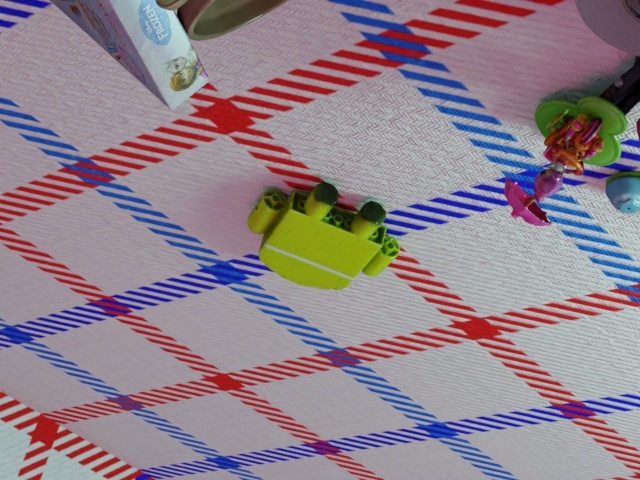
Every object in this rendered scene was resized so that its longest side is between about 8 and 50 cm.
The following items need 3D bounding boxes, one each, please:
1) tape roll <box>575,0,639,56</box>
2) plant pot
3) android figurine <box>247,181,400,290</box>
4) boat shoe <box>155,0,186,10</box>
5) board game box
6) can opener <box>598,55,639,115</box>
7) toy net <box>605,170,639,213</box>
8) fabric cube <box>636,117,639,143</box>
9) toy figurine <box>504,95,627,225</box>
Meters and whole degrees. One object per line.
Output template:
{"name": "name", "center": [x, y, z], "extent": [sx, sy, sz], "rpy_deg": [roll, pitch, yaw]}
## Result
{"name": "tape roll", "center": [0.400, -0.302, 1.381], "extent": [0.219, 0.072, 0.219], "rpy_deg": [10, 149, 6]}
{"name": "plant pot", "center": [-0.082, -0.342, 1.422], "extent": [0.109, 0.237, 0.237], "rpy_deg": [56, 141, 2]}
{"name": "android figurine", "center": [0.000, 0.000, 2.029], "extent": [0.248, 0.056, 0.273], "rpy_deg": [20, 147, -10]}
{"name": "boat shoe", "center": [-0.102, -0.372, 1.296], "extent": [0.105, 0.285, 0.089], "rpy_deg": [31, 165, 38]}
{"name": "board game box", "center": [-0.289, -0.344, 1.426], "extent": [0.318, 0.066, 0.318], "rpy_deg": [42, 167, 36]}
{"name": "can opener", "center": [0.393, -0.186, 1.582], "extent": [0.059, 0.073, 0.186], "rpy_deg": [18, 158, -16]}
{"name": "toy net", "center": [0.528, -0.042, 1.770], "extent": [0.232, 0.045, 0.122], "rpy_deg": [25, 145, -20]}
{"name": "fabric cube", "center": [0.563, -0.093, 1.412], "extent": [0.254, 0.259, 0.258], "rpy_deg": [1, 153, -21]}
{"name": "toy figurine", "center": [0.314, -0.093, 1.616], "extent": [0.130, 0.159, 0.173], "rpy_deg": [37, 160, -5]}
